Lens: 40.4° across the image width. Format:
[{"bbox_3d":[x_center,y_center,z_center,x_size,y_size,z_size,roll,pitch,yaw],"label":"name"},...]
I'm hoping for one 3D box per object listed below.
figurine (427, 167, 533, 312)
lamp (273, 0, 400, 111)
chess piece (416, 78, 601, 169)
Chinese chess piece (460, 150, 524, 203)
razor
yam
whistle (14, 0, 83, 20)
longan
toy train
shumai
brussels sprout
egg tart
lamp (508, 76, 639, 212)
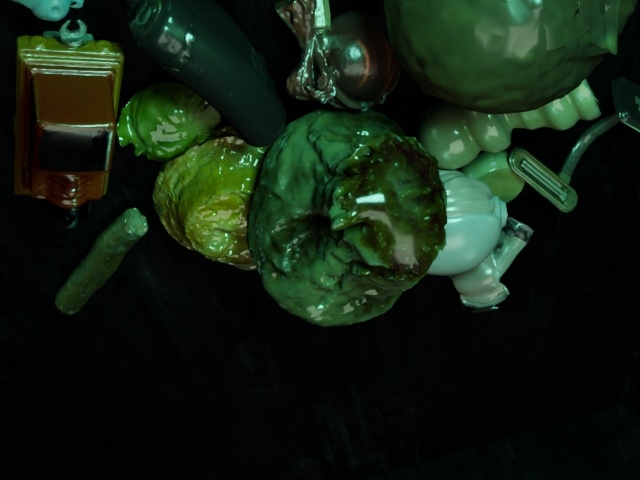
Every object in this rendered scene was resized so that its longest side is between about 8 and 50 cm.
[{"bbox_3d":[0.285,-0.013,1.795,0.253,0.211,0.361,-25,143,21],"label":"figurine"},{"bbox_3d":[0.047,-0.317,1.426,0.151,0.215,0.223,-3,-170,35],"label":"lamp"},{"bbox_3d":[0.337,-0.246,1.634,0.330,0.182,0.182,-25,143,20],"label":"chess piece"},{"bbox_3d":[0.368,-0.131,1.876,0.144,0.058,0.144,-9,142,-7],"label":"Chinese chess piece"},{"bbox_3d":[-0.170,-0.286,1.359,0.107,0.189,0.327,-28,145,16],"label":"razor"},{"bbox_3d":[-0.452,0.045,1.774,0.071,0.067,0.317,4,142,-46],"label":"yam"},{"bbox_3d":[-0.448,-0.392,1.194,0.274,0.093,0.186,25,153,-38],"label":"whistle"},{"bbox_3d":[0.269,-0.374,1.253,0.391,0.391,0.391,-11,143,-8],"label":"longan"},{"bbox_3d":[-0.399,-0.177,1.372,0.163,0.232,0.369,0,141,-20],"label":"toy train"},{"bbox_3d":[0.067,-0.038,1.451,0.324,0.397,0.323,9,180,-17],"label":"shumai"},{"bbox_3d":[-0.258,-0.208,1.506,0.181,0.100,0.139,-12,130,0],"label":"brussels sprout"},{"bbox_3d":[-0.156,-0.061,1.654,0.341,0.129,0.341,-3,130,-4],"label":"egg tart"},{"bbox_3d":[0.535,-0.218,1.795,0.203,0.124,0.283,24,128,-26],"label":"lamp"}]
